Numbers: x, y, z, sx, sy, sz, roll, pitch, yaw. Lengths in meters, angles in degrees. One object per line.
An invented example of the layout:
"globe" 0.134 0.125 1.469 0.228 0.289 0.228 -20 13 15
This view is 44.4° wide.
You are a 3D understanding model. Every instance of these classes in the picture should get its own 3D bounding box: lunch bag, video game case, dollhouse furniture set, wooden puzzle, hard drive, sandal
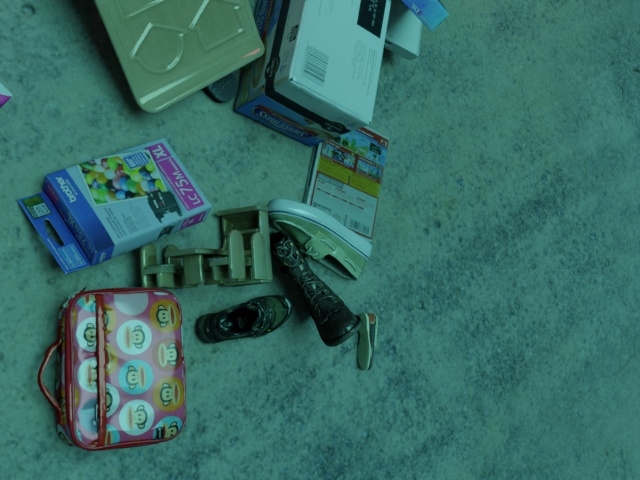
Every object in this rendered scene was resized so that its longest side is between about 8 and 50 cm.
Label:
"lunch bag" -0.384 0.233 1.440 0.258 0.120 0.293 1 80 -32
"video game case" 0.064 -0.157 1.894 0.204 0.025 0.285 22 69 -31
"dollhouse furniture set" -0.205 0.007 1.557 0.242 0.212 0.161 7 77 -62
"wooden puzzle" -0.296 -0.474 1.556 0.322 0.080 0.348 -36 122 -28
"hard drive" 0.179 -0.634 1.982 0.203 0.040 0.307 18 72 -33
"sandal" -0.275 -0.403 1.680 0.097 0.054 0.254 -45 118 -26
"video game case" 0.174 -0.634 1.830 0.269 0.061 0.244 39 24 -24

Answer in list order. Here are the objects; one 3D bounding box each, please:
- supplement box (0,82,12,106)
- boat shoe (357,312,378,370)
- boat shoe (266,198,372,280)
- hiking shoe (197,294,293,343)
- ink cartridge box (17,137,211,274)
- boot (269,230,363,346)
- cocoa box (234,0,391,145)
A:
"supplement box" -0.656 -0.281 1.331 0.220 0.114 0.111 48 57 -22
"boat shoe" 0.115 0.238 1.846 0.043 0.049 0.137 13 69 -36
"boat shoe" 0.000 0.000 1.769 0.302 0.109 0.094 28 68 -33
"hiking shoe" -0.136 0.165 1.630 0.227 0.114 0.086 -16 92 -37
"ink cartridge box" -0.383 -0.072 1.486 0.311 0.065 0.186 -26 73 -35
"boot" -0.028 0.093 1.659 0.091 0.263 0.229 -37 113 -7
"cocoa box" -0.014 -0.426 1.757 0.231 0.228 0.347 22 69 -34
